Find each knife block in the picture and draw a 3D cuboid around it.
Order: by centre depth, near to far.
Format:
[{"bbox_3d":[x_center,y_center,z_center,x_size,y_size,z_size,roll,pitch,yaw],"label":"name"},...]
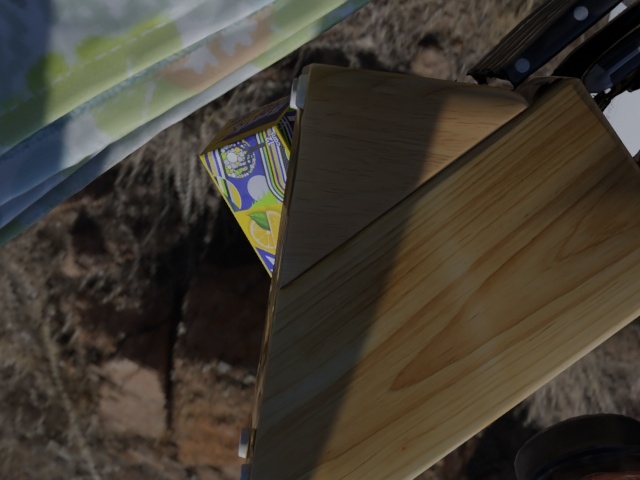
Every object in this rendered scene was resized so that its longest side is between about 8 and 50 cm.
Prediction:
[{"bbox_3d":[0.100,0.007,0.572,0.242,0.088,0.276,9,96,-3],"label":"knife block"}]

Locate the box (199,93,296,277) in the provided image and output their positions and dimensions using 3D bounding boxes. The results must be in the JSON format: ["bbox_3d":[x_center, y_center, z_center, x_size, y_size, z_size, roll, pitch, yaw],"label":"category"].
[{"bbox_3d":[0.000,0.000,0.803,0.059,0.054,0.169,-19,112,30],"label":"box"}]

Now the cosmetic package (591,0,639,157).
[{"bbox_3d":[0.471,-0.174,1.400,0.156,0.385,0.217,52,147,37],"label":"cosmetic package"}]

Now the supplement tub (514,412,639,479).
[{"bbox_3d":[0.144,0.179,0.610,0.106,0.198,0.106,-5,141,-4],"label":"supplement tub"}]

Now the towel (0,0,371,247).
[{"bbox_3d":[-0.128,-0.203,0.452,0.320,0.090,0.374,-31,104,8],"label":"towel"}]
